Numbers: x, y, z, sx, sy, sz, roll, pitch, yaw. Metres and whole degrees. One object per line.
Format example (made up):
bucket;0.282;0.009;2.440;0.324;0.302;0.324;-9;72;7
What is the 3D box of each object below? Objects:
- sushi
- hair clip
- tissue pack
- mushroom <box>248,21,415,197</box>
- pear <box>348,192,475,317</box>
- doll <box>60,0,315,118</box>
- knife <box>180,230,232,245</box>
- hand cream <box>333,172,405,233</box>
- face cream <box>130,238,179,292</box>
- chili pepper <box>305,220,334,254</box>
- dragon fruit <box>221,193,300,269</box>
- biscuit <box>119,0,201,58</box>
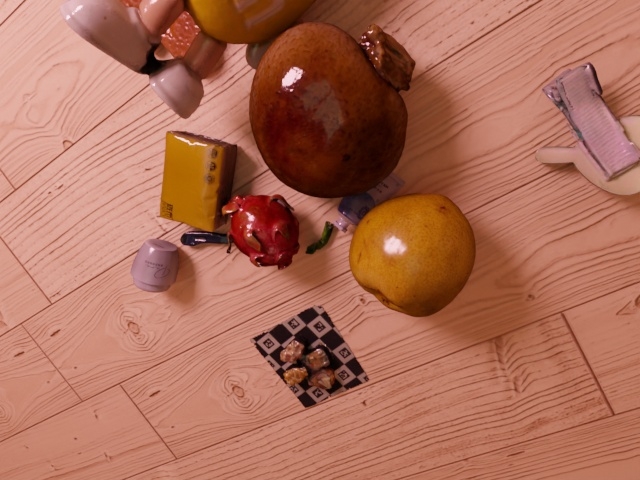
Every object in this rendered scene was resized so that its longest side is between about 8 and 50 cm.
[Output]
sushi;-0.026;0.263;0.925;0.193;0.040;0.210;-31;100;19
hair clip;0.421;-0.159;0.673;0.159;0.071;0.218;-34;93;23
tissue pack;-0.232;-0.112;0.817;0.120;0.082;0.169;16;111;7
mushroom;0.019;-0.195;0.668;0.263;0.195;0.283;35;105;-8
pear;0.155;0.018;0.718;0.209;0.209;0.209;4;109;11
doll;-0.139;-0.372;0.602;0.161;0.348;0.423;53;125;29
knife;-0.228;-0.003;0.889;0.121;0.018;0.031;3;102;10
hand cream;0.077;-0.076;0.788;0.084;0.053;0.142;39;102;-2
face cream;-0.337;0.051;0.892;0.091;0.091;0.095;21;104;4
chili pepper;0.000;0.000;0.842;0.027;0.022;0.083;23;115;-33
dragon fruit;-0.106;-0.027;0.800;0.166;0.136;0.133;45;122;15
biscuit;-0.290;-0.446;0.732;0.306;0.043;0.284;13;118;12
